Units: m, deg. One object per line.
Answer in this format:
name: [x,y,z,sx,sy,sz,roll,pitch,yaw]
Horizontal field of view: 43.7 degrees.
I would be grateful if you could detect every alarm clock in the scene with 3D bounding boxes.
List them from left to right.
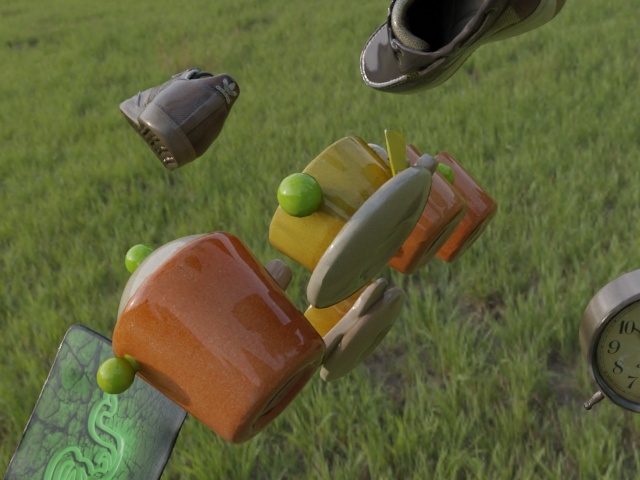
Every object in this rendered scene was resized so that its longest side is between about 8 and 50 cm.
alarm clock: [0.300,0.070,0.703,0.129,0.192,0.064,4,28,4]

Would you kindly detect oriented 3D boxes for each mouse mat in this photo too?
mouse mat: [-0.204,0.186,0.710,0.152,0.190,0.007,23,1,24]

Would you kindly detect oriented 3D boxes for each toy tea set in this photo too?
toy tea set: [0.000,0.000,0.518,0.124,0.200,0.336,41,17,15]

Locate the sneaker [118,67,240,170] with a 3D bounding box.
sneaker: [-0.106,-0.097,0.625,0.071,0.066,0.188,-39,22,-8]

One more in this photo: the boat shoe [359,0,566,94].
boat shoe: [0.108,-0.212,0.770,0.092,0.103,0.285,-5,-2,-29]
